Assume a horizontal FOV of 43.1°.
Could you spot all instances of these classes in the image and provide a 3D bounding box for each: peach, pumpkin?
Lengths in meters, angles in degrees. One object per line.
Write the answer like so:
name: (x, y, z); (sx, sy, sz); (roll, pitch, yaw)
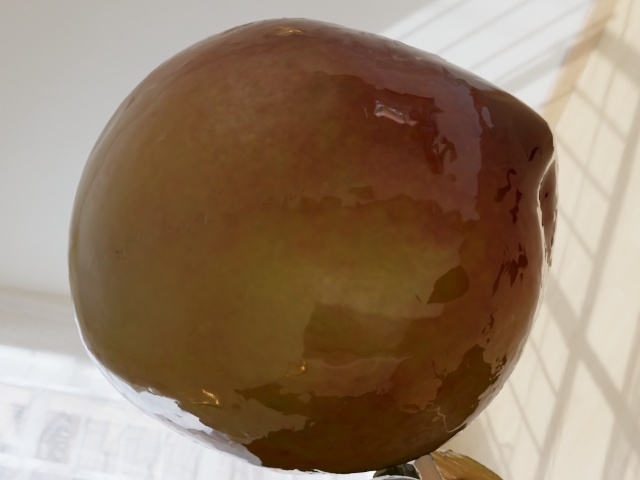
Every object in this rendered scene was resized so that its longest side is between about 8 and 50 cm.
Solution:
peach: (0.000, 0.000, 0.546); (0.332, 0.308, 0.308); (-18, 48, 25)
pumpkin: (0.186, 0.420, 1.205); (0.280, 0.190, 0.139); (5, -67, -63)

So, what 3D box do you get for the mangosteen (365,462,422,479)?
mangosteen: (0.064, 0.317, 0.555); (0.313, 0.297, 0.297); (-40, 5, -17)
